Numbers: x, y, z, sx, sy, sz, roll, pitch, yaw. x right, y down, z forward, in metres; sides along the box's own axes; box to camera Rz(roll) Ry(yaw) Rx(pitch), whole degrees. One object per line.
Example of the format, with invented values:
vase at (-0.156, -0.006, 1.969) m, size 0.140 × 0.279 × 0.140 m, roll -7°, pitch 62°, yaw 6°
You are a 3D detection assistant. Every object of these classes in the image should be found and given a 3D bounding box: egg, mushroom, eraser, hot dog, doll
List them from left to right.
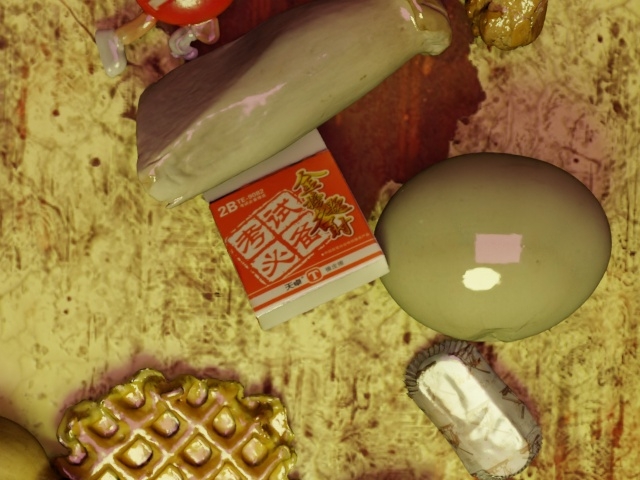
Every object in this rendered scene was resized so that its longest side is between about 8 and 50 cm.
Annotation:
doll at (-0.174, -0.298, 1.703) m, size 0.217 × 0.085 × 0.183 m, roll -21°, pitch 98°, yaw 4°
mushroom at (-0.045, -0.183, 1.689) m, size 0.407 × 0.154 × 0.138 m, roll -30°, pitch 113°, yaw -10°
eraser at (-0.036, -0.022, 1.677) m, size 0.157 × 0.038 × 0.230 m, roll -25°, pitch 52°, yaw -2°
hot dog at (0.185, 0.204, 1.764) m, size 0.108 × 0.059 × 0.191 m, roll -37°, pitch 99°, yaw 12°
egg at (0.194, 0.008, 1.675) m, size 0.269 × 0.219 × 0.219 m, roll 4°, pitch 93°, yaw 7°

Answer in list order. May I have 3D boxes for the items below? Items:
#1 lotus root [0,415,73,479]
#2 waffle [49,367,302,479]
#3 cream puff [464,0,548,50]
lotus root at (-0.392, 0.281, 1.659) m, size 0.309 × 0.183 × 0.183 m, roll 4°, pitch 93°, yaw 12°
waffle at (-0.181, 0.299, 1.739) m, size 0.324 × 0.068 × 0.302 m, roll 0°, pitch 95°, yaw -9°
cream puff at (0.219, -0.288, 1.716) m, size 0.104 × 0.119 × 0.133 m, roll 8°, pitch 65°, yaw 13°
